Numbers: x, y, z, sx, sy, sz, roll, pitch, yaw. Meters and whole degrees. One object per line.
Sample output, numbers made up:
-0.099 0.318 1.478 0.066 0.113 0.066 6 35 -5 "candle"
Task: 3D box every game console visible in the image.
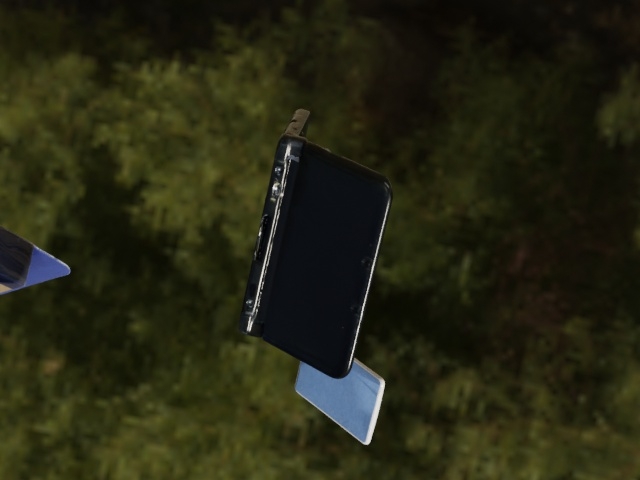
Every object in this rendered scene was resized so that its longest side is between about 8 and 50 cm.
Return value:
0.000 0.000 1.061 0.071 0.122 0.107 14 -161 2 "game console"

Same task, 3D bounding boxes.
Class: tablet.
0.013 0.103 1.324 0.006 0.054 0.083 -9 -149 -41 "tablet"

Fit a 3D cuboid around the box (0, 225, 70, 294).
-0.281 -0.001 1.170 0.136 0.036 0.225 -17 145 39 "box"
